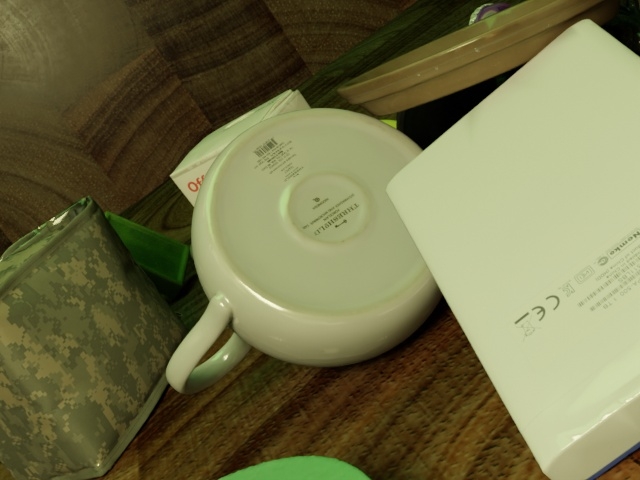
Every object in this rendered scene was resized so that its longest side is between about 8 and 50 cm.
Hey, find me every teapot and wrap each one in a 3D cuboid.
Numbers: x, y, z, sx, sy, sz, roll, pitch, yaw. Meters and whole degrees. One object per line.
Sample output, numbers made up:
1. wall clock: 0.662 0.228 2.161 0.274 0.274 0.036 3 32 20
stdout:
1. teapot: -0.003 0.019 0.881 0.187 0.255 0.253 101 172 -61

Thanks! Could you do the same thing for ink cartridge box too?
1. ink cartridge box: -0.035 -0.035 1.049 0.158 0.218 0.092 -22 20 40

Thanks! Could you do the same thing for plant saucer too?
1. plant saucer: 0.148 -0.176 0.863 0.277 0.041 0.278 -23 10 4

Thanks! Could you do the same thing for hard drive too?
1. hard drive: 0.174 -0.015 0.639 0.210 0.040 0.319 -40 33 12

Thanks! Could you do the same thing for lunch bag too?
1. lunch bag: -0.295 0.110 1.125 0.169 0.235 0.287 -23 19 33

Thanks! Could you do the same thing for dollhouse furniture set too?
1. dollhouse furniture set: -0.328 0.136 1.455 0.197 0.151 0.302 -50 23 34

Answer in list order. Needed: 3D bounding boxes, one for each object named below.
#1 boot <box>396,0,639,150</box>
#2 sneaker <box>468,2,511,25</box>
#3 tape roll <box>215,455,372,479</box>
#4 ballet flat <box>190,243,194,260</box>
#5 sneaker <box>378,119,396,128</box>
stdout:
1. boot: 0.216 -0.158 1.060 0.348 0.131 0.260 -38 21 29
2. sneaker: 0.274 -0.295 1.445 0.104 0.095 0.236 -15 29 36
3. tape roll: -0.077 0.258 0.520 0.321 0.077 0.321 -33 15 10
4. ballet flat: -0.109 -0.026 1.504 0.213 0.072 0.068 -39 43 -12
5. sneaker: 0.015 -0.118 1.345 0.295 0.110 0.123 5 5 30
